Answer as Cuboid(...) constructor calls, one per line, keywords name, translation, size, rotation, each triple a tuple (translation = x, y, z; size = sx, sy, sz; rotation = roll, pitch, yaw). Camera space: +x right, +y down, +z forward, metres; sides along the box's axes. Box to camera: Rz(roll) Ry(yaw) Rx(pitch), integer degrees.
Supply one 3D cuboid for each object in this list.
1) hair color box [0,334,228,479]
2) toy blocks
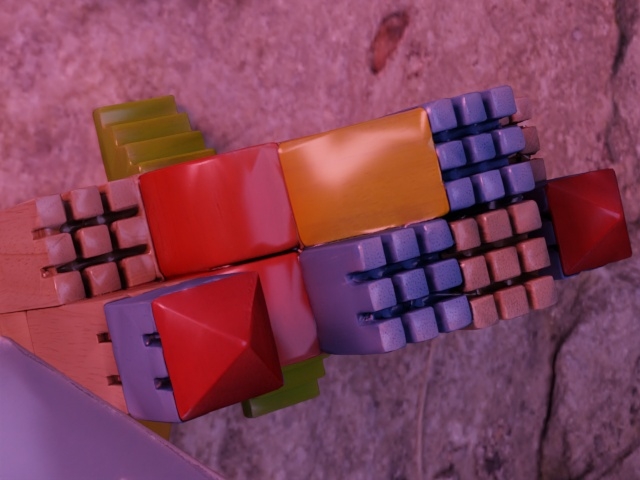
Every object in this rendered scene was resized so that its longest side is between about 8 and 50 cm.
Cuboid(name="hair color box", translation=(-0.133, 0.133, 0.492), size=(0.185, 0.374, 0.114), rotation=(38, 67, -23))
Cuboid(name="toy blocks", translation=(0.000, 0.000, 0.653), size=(0.381, 0.261, 0.191), rotation=(-15, 93, -32))
